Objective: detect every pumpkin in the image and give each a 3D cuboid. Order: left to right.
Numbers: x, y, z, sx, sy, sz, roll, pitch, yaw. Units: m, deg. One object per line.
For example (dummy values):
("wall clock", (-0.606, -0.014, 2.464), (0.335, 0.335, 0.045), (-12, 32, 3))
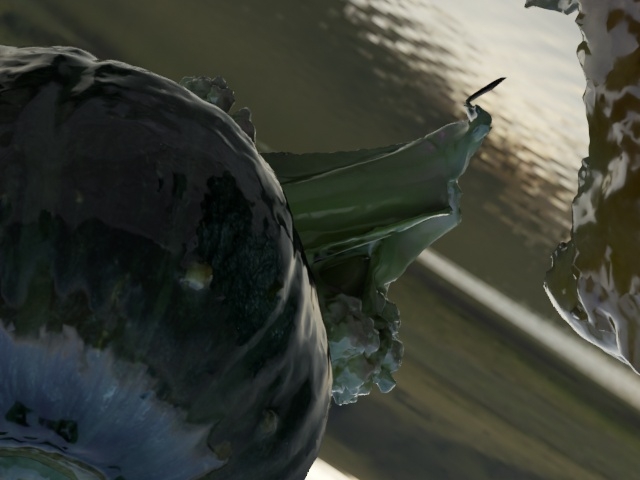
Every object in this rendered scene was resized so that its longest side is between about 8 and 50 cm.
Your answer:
("pumpkin", (-0.153, 0.009, 0.627), (0.263, 0.293, 0.197), (-80, -19, -49))

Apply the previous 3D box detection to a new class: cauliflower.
("cauliflower", (0.000, 0.000, 0.894), (0.239, 0.315, 0.256), (62, -179, -25))

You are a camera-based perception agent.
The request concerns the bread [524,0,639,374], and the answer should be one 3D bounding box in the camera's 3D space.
("bread", (0.225, -0.100, 0.621), (0.191, 0.370, 0.314), (15, -153, -46))
